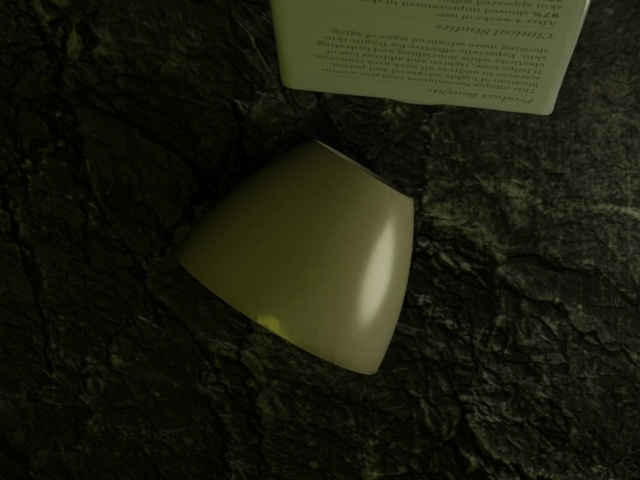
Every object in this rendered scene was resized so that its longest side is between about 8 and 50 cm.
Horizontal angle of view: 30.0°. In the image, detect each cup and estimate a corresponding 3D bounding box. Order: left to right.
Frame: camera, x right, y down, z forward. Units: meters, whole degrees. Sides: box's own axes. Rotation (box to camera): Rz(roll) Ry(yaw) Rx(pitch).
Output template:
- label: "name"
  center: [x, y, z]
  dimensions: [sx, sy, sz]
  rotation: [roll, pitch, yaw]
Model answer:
- label: "cup"
  center: [0.000, 0.000, 1.677]
  dimensions: [0.331, 0.331, 0.237]
  rotation: [31, 96, -12]

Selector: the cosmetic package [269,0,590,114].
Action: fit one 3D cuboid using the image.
- label: "cosmetic package"
  center: [0.125, -0.370, 1.280]
  dimensions: [0.329, 0.327, 0.393]
  rotation: [6, 162, 4]
